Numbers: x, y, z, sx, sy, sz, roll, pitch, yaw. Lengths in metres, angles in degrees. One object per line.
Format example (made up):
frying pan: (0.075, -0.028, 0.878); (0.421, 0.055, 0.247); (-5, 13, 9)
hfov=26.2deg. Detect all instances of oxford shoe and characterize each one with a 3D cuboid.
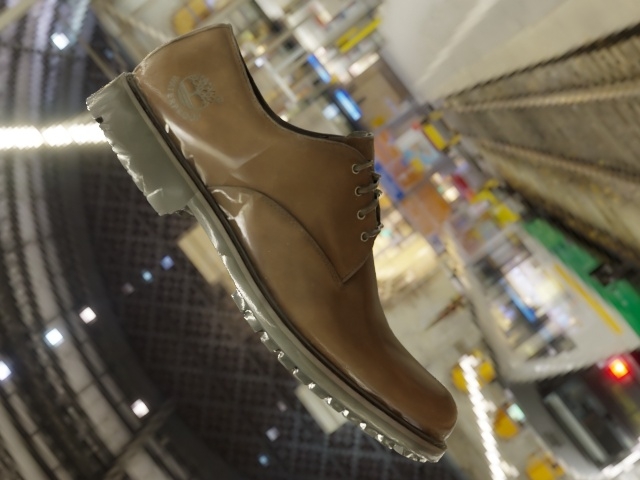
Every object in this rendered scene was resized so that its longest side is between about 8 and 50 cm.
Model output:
oxford shoe: (0.000, 0.000, 0.619); (0.227, 0.096, 0.083); (53, -177, -6)
